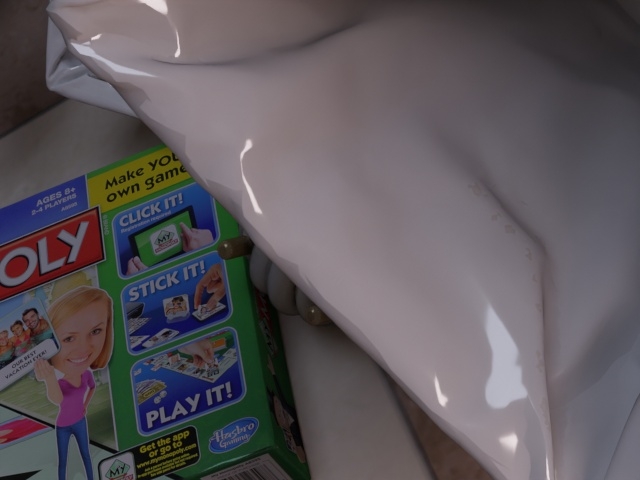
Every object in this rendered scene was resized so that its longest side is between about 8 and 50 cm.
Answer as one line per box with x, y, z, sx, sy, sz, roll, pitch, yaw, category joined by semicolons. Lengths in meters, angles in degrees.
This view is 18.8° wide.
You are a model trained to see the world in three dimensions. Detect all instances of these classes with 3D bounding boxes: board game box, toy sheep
-0.173;0.082;1.024;0.317;0.046;0.213;-22;52;12;board game box
0.000;0.000;0.963;0.132;0.091;0.091;40;81;21;toy sheep

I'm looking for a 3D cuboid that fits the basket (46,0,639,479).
0.139;-0.113;0.719;0.331;0.328;0.266;47;48;5;basket

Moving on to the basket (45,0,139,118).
-0.072;-0.155;1.053;0.113;0.103;0.167;17;108;34;basket
